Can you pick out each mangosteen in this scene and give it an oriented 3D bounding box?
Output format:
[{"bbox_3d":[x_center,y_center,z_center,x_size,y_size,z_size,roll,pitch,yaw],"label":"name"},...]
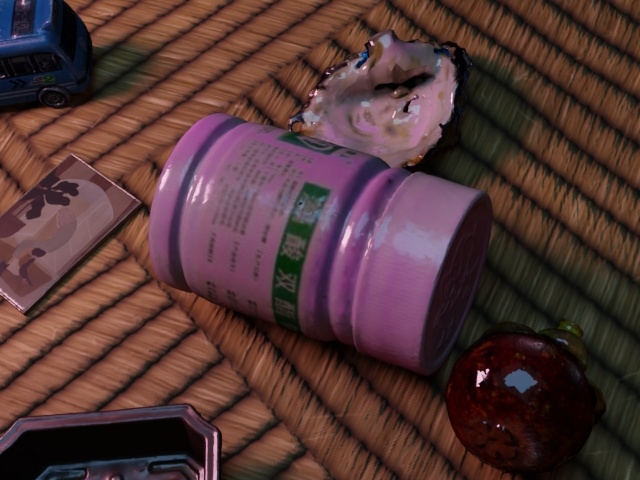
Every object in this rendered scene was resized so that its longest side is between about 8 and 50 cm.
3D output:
[{"bbox_3d":[0.205,0.152,1.135,0.146,0.156,0.181,-22,22,24],"label":"mangosteen"}]

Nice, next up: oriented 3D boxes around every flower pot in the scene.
[{"bbox_3d":[-0.218,0.271,1.143,0.251,0.084,0.178,-5,56,4],"label":"flower pot"}]

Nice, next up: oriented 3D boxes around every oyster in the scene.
[{"bbox_3d":[0.082,-0.171,1.389,0.198,0.092,0.259,29,74,24],"label":"oyster"}]

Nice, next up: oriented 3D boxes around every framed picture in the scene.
[{"bbox_3d":[-0.338,-0.013,1.389,0.136,0.010,0.201,33,68,27],"label":"framed picture"}]

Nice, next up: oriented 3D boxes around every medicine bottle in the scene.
[{"bbox_3d":[0.000,0.000,1.211,0.326,0.212,0.212,19,62,19],"label":"medicine bottle"}]

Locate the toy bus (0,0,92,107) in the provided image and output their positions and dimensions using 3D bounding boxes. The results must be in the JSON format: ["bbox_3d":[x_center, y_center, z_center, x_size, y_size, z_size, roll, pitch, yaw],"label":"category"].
[{"bbox_3d":[-0.437,-0.249,1.485,0.247,0.134,0.113,-8,57,5],"label":"toy bus"}]
